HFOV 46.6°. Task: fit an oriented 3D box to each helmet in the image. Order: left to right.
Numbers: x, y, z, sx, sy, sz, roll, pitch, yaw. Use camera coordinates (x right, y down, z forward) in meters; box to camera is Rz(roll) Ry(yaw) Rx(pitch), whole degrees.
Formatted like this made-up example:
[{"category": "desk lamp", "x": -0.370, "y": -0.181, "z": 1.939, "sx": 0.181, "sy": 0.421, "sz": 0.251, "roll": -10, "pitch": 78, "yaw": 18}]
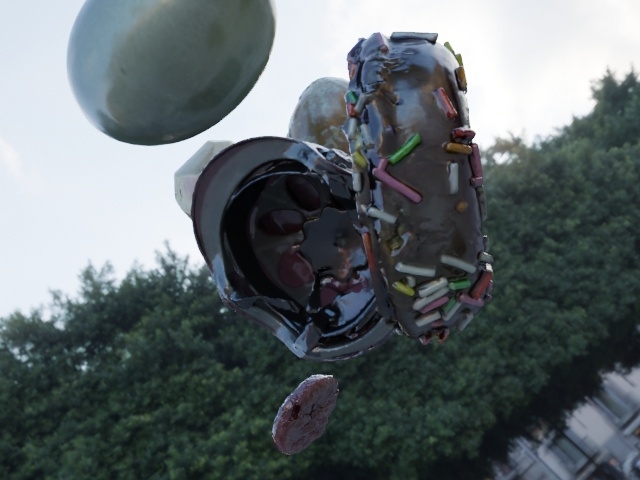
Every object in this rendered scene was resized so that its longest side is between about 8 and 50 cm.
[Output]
[{"category": "helmet", "x": 0.000, "y": 0.000, "z": 1.057, "sx": 0.271, "sy": 0.338, "sz": 0.197, "roll": -56, "pitch": -15, "yaw": 22}]

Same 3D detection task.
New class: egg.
[{"category": "egg", "x": -0.215, "y": -0.279, "z": 1.071, "sx": 0.352, "sy": 0.258, "sz": 0.259, "roll": -27, "pitch": -12, "yaw": 36}, {"category": "egg", "x": 0.035, "y": -0.183, "z": 1.382, "sx": 0.204, "sy": 0.245, "sz": 0.203, "roll": -11, "pitch": 4, "yaw": 1}]

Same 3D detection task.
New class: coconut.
[{"category": "coconut", "x": -0.225, "y": -0.121, "z": 1.726, "sx": 0.237, "sy": 0.197, "sz": 0.236, "roll": -7, "pitch": -80, "yaw": -45}]

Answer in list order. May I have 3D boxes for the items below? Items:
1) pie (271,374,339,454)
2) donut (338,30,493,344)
[{"category": "pie", "x": -0.024, "y": 0.294, "z": 1.257, "sx": 0.154, "sy": 0.036, "sz": 0.154, "roll": -34, "pitch": -41, "yaw": -35}, {"category": "donut", "x": 0.085, "y": -0.048, "z": 0.629, "sx": 0.103, "sy": 0.269, "sz": 0.269, "roll": -7, "pitch": -26, "yaw": 9}]
